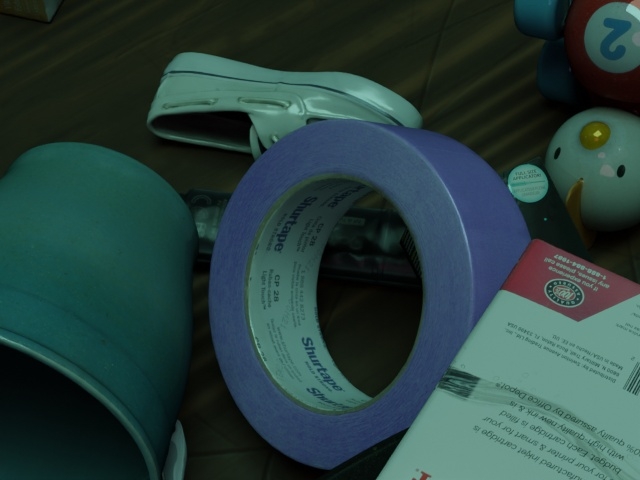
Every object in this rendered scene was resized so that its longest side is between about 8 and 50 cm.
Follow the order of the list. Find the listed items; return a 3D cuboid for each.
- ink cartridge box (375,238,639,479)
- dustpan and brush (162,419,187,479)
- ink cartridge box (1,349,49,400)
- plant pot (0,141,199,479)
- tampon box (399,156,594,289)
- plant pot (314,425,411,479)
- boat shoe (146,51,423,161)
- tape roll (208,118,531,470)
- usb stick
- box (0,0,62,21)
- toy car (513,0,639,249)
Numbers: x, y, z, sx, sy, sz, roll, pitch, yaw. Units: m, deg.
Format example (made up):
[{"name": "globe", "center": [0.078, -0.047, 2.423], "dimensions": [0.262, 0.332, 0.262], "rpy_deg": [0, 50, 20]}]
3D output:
[{"name": "ink cartridge box", "center": [0.160, 0.139, 0.975], "dimensions": [0.172, 0.100, 0.237], "rpy_deg": [25, 57, 18]}, {"name": "dustpan and brush", "center": [-0.112, 0.240, 1.164], "dimensions": [0.147, 0.060, 0.211], "rpy_deg": [-14, 44, 14]}, {"name": "ink cartridge box", "center": [-0.355, 0.069, 1.332], "dimensions": [0.181, 0.056, 0.224], "rpy_deg": [-38, 79, -21]}, {"name": "plant pot", "center": [-0.219, 0.065, 1.194], "dimensions": [0.272, 0.271, 0.255], "rpy_deg": [10, 47, 11]}, {"name": "tampon box", "center": [0.158, 0.034, 1.245], "dimensions": [0.120, 0.101, 0.161], "rpy_deg": [-23, 77, -11]}, {"name": "plant pot", "center": [0.045, 0.267, 1.078], "dimensions": [0.167, 0.188, 0.187], "rpy_deg": [-17, 55, 3]}, {"name": "boat shoe", "center": [-0.039, -0.111, 1.398], "dimensions": [0.268, 0.096, 0.088], "rpy_deg": [15, 61, 15]}, {"name": "tape roll", "center": [0.036, 0.043, 1.180], "dimensions": [0.090, 0.274, 0.275], "rpy_deg": [3, 40, -48]}, {"name": "usb stick", "center": [0.000, 0.000, 1.346], "dimensions": [0.278, 0.045, 0.077], "rpy_deg": [7, 64, 9]}, {"name": "box", "center": [-0.354, -0.317, 1.543], "dimensions": [0.171, 0.130, 0.091], "rpy_deg": [12, 57, 13]}, {"name": "toy car", "center": [0.263, -0.100, 1.316], "dimensions": [0.219, 0.210, 0.238], "rpy_deg": [17, 70, 28]}]
